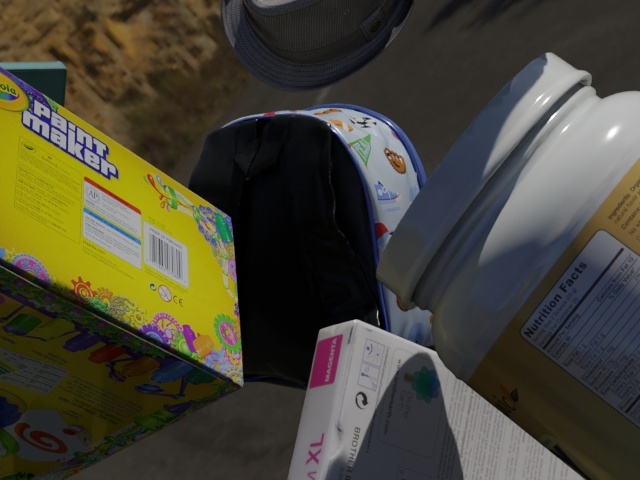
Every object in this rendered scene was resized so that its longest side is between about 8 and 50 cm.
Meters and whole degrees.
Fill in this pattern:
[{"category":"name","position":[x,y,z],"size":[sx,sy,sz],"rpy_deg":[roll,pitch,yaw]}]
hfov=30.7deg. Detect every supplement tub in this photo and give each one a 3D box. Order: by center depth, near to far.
[{"category":"supplement tub","position":[0.216,0.047,0.752],"size":[0.228,0.316,0.228],"rpy_deg":[-48,-13,-15]}]

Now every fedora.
[{"category":"fedora","position":[-0.010,-0.332,1.464],"size":[0.275,0.243,0.124],"rpy_deg":[-36,-16,3]}]

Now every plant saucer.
[{"category":"plant saucer","position":[-0.363,-0.176,1.371],"size":[0.192,0.018,0.067],"rpy_deg":[-17,-63,-61]}]

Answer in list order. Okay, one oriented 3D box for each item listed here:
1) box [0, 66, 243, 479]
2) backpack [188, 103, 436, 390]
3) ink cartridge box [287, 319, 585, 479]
[{"category":"box","position":[-0.262,0.046,0.908],"size":[0.279,0.290,0.177],"rpy_deg":[-30,47,26]},{"category":"backpack","position":[0.000,0.000,1.121],"size":[0.277,0.263,0.213],"rpy_deg":[1,16,33]},{"category":"ink cartridge box","position":[0.119,0.199,0.912],"size":[0.065,0.311,0.185],"rpy_deg":[-21,52,57]}]
